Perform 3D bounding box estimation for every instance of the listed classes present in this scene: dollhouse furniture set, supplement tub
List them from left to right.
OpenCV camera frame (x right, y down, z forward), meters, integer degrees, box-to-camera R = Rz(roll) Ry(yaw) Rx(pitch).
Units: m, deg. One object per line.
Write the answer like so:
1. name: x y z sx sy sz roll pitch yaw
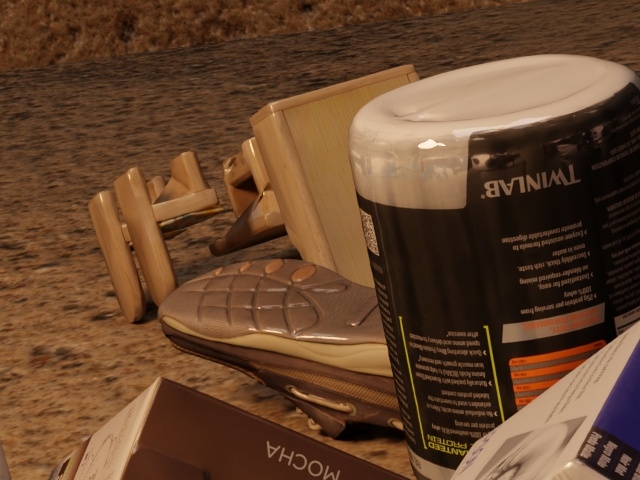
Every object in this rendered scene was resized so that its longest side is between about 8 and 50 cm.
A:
1. dollhouse furniture set: 0.000 0.000 1.778 0.362 0.256 0.394 -17 -3 -21
2. supplement tub: 0.146 0.055 1.188 0.207 0.338 0.207 -10 17 3

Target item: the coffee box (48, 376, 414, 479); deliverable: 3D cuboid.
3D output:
1. coffee box: -0.070 0.187 0.960 0.168 0.119 0.297 24 -22 -10

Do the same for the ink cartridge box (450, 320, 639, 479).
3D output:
1. ink cartridge box: 0.146 0.117 0.964 0.224 0.045 0.223 -41 1 28

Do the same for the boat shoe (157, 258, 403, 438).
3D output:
1. boat shoe: 0.009 0.108 1.468 0.355 0.130 0.132 9 29 35

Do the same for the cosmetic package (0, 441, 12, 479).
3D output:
1. cosmetic package: -0.324 0.130 1.082 0.231 0.117 0.085 -12 8 19
